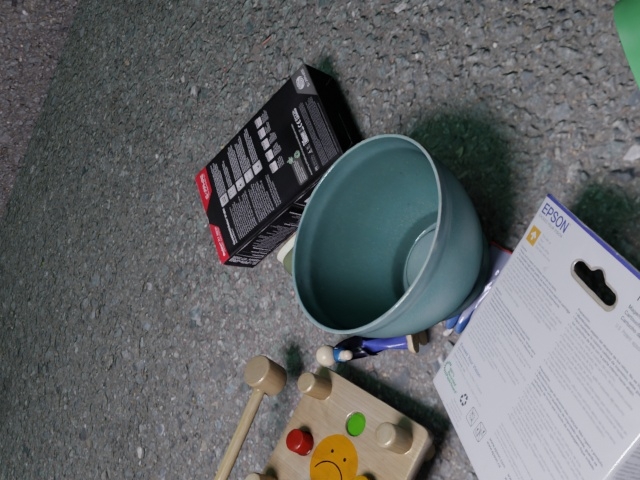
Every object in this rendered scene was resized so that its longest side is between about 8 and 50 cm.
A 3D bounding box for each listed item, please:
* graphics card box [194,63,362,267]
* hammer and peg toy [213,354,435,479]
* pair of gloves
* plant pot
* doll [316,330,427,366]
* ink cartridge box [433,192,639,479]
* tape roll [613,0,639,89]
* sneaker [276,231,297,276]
[{"bbox_3d":[-0.087,-0.136,1.281,0.371,0.094,0.233,-40,57,32],"label":"graphics card box"},{"bbox_3d":[-0.011,0.349,1.055,0.361,0.127,0.266,20,80,46],"label":"hammer and peg toy"},{"bbox_3d":[0.262,0.097,0.956,0.198,0.023,0.159,42,111,39],"label":"pair of gloves"},{"bbox_3d":[0.125,0.015,0.962,0.293,0.196,0.293,-27,53,42],"label":"plant pot"},{"bbox_3d":[0.072,0.173,1.057,0.189,0.129,0.046,-16,92,30],"label":"doll"},{"bbox_3d":[0.279,0.156,0.767,0.330,0.071,0.324,-63,20,22],"label":"ink cartridge box"},{"bbox_3d":[0.408,-0.119,0.651,0.077,0.321,0.321,-28,64,35],"label":"tape roll"},{"bbox_3d":[0.000,0.000,1.199,0.192,0.064,0.086,-50,60,25],"label":"sneaker"}]
